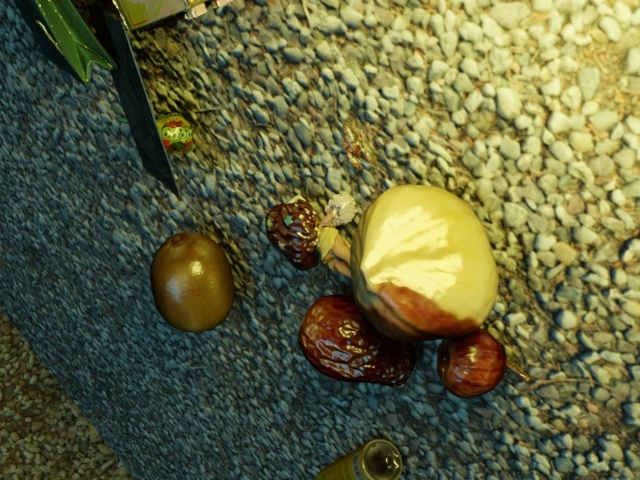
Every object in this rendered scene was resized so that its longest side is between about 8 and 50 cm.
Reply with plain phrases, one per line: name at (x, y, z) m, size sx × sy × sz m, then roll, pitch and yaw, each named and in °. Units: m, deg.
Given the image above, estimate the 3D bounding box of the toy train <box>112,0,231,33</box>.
toy train at (-0.275, -0.463, 1.358) m, size 0.261 × 0.134 × 0.177 m, roll 1°, pitch 121°, yaw 48°

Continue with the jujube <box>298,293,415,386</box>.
jujube at (0.071, 0.202, 1.532) m, size 0.236 × 0.168 × 0.168 m, roll 25°, pitch 138°, yaw 12°

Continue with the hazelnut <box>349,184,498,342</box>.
hazelnut at (0.144, 0.040, 1.230) m, size 0.261 × 0.241 × 0.261 m, roll 9°, pitch 101°, yaw 55°

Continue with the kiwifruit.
kiwifruit at (-0.292, 0.091, 1.799) m, size 0.196 × 0.196 × 0.234 m, roll 14°, pitch 125°, yaw 41°

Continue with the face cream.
face cream at (0.070, 0.562, 1.864) m, size 0.105 × 0.105 × 0.349 m, roll 48°, pitch 144°, yaw 7°

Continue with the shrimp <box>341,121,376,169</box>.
shrimp at (0.058, -0.154, 1.331) m, size 0.092 × 0.038 × 0.029 m, roll 54°, pitch -173°, yaw -3°

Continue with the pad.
pad at (-0.375, -0.278, 1.586) m, size 0.247 × 0.007 × 0.368 m, roll 35°, pitch 144°, yaw 53°

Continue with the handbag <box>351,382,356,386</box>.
handbag at (0.042, 0.262, 1.690) m, size 0.111 × 0.047 × 0.072 m, roll 30°, pitch 138°, yaw 25°

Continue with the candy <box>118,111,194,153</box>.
candy at (-0.369, -0.246, 1.716) m, size 0.305 × 0.091 × 0.083 m, roll 21°, pitch 101°, yaw 52°

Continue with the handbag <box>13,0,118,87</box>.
handbag at (-0.542, -0.445, 1.587) m, size 0.326 × 0.089 × 0.238 m, roll 38°, pitch 163°, yaw 50°

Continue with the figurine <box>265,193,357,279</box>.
figurine at (-0.002, 0.000, 1.459) m, size 0.240 × 0.116 × 0.175 m, roll 24°, pitch 136°, yaw 34°

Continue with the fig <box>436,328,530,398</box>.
fig at (0.267, 0.205, 1.340) m, size 0.150 × 0.128 × 0.128 m, roll -10°, pitch 115°, yaw 22°
